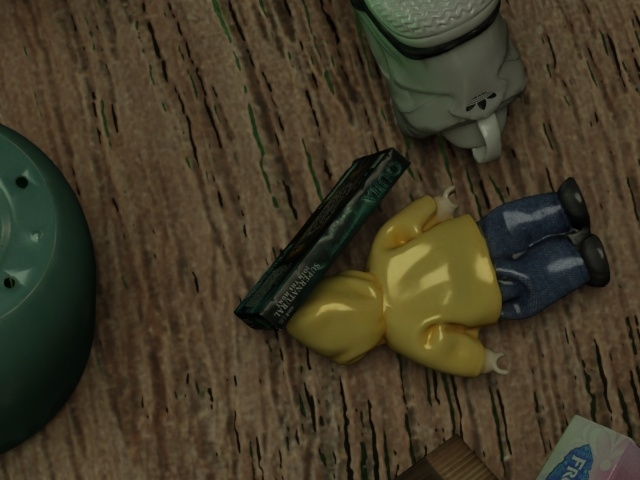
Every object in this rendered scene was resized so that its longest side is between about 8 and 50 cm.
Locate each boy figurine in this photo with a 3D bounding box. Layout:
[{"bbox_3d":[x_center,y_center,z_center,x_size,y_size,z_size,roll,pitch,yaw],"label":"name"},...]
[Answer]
[{"bbox_3d":[0.110,0.046,1.700,0.285,0.092,0.177,-21,75,-1],"label":"boy figurine"}]

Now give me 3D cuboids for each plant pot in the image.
[{"bbox_3d":[-0.321,0.024,1.621,0.293,0.235,0.293,4,71,-12],"label":"plant pot"}]

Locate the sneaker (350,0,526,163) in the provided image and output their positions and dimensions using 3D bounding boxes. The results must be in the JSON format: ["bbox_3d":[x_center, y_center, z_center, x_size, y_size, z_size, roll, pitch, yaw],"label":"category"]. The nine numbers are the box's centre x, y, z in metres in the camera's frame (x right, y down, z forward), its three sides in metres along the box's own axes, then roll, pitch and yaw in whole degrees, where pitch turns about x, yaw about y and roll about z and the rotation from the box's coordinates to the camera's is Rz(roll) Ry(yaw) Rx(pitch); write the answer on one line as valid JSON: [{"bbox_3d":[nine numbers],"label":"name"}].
[{"bbox_3d":[0.075,-0.224,1.756,0.137,0.210,0.366,-25,41,-4],"label":"sneaker"}]

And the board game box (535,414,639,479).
[{"bbox_3d":[0.216,0.348,1.513,0.066,0.319,0.318,21,74,48],"label":"board game box"}]

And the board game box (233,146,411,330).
[{"bbox_3d":[0.000,0.000,1.701,0.026,0.126,0.186,40,81,-9],"label":"board game box"}]

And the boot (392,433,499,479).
[{"bbox_3d":[0.089,0.311,1.587,0.283,0.109,0.220,-29,80,-44],"label":"boot"}]
